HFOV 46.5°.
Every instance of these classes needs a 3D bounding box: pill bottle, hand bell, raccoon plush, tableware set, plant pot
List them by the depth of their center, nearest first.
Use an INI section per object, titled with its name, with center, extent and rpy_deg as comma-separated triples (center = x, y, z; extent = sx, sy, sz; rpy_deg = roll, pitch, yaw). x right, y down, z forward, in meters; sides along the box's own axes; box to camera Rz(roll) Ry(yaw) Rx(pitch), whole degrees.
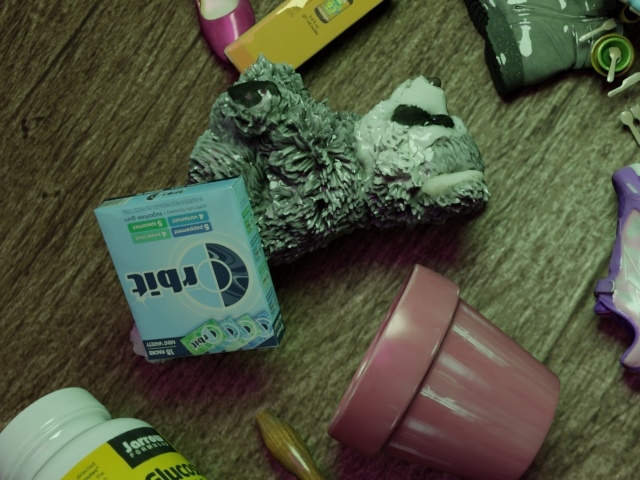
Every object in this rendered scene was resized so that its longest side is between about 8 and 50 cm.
[plant pot]
center = 0.130, 0.150, 0.756
extent = 0.180, 0.201, 0.201
rpy_deg = 27, 84, 6
[pill bottle]
center = -0.201, 0.316, 0.799
extent = 0.334, 0.188, 0.188
rpy_deg = 37, 87, 22
[hand bell]
center = 0.002, 0.275, 0.811
extent = 0.126, 0.126, 0.242
rpy_deg = -48, 56, -1
[tableware set]
center = 0.369, -0.190, 0.831
extent = 0.104, 0.024, 0.154
rpy_deg = -30, 92, 6
[raccoon plush]
center = 0.000, 0.000, 0.878
extent = 0.299, 0.216, 0.446
rpy_deg = 29, 116, 7

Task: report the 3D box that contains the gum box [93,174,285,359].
[gum box]
center = -0.136, 0.034, 0.796
extent = 0.157, 0.041, 0.184
rpy_deg = -8, 112, 15

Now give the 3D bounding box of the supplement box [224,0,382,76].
[supplement box]
center = -0.011, -0.285, 0.962
extent = 0.233, 0.080, 0.078
rpy_deg = -37, 102, 5

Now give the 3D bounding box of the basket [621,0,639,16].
[basket]
center = 0.416, -0.375, 0.744
extent = 0.201, 0.289, 0.255
rpy_deg = 36, 47, 26

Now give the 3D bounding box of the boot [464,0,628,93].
[boot]
center = 0.264, -0.301, 0.903
extent = 0.161, 0.083, 0.246
rpy_deg = -16, 77, 4

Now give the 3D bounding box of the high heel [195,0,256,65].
[high heel]
center = -0.149, -0.363, 1.013
extent = 0.082, 0.117, 0.244
rpy_deg = -11, 72, 13

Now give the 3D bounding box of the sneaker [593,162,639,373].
[sneaker]
center = 0.331, 0.036, 0.775
extent = 0.105, 0.095, 0.236
rpy_deg = -15, 72, 20
